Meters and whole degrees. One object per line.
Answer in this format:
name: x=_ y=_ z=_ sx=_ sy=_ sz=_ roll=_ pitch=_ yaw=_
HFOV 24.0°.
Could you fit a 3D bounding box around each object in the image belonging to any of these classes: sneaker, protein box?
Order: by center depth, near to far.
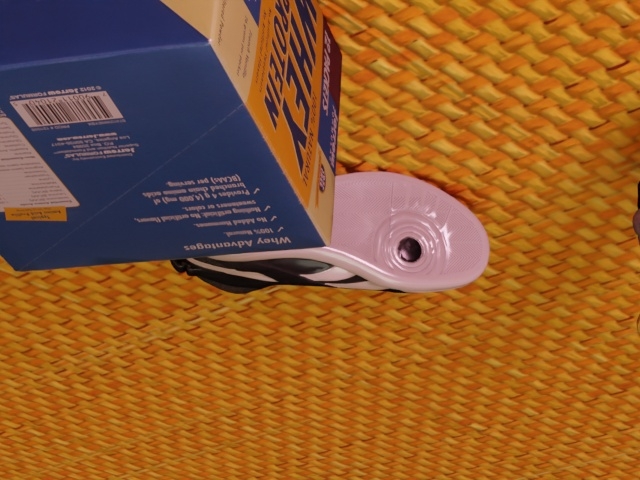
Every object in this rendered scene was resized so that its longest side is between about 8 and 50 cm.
protein box: x=-0.111 y=-0.092 z=0.815 sx=0.200 sy=0.136 sz=0.201 roll=-5 pitch=151 yaw=15
sneaker: x=0.000 y=0.000 z=1.058 sx=0.217 sy=0.079 sz=0.121 roll=8 pitch=165 yaw=-13

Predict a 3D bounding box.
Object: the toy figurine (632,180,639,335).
toy figurine: x=0.297 y=-0.016 z=0.895 sx=0.213 sy=0.148 sz=0.209 roll=5 pitch=152 yaw=-4
